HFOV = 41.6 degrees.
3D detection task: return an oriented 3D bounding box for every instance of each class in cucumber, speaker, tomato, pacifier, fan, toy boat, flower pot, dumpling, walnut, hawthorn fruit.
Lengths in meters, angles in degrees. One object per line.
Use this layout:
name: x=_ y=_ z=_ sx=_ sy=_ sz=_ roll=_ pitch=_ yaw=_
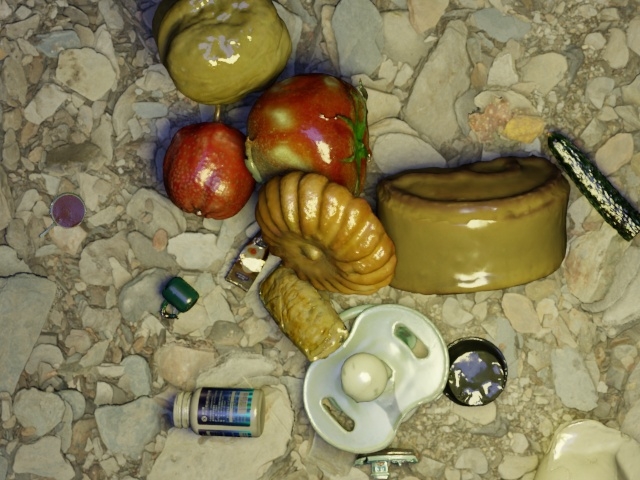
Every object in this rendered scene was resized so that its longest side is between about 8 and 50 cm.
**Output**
cucumber: x=0.588 y=-0.123 z=1.823 sx=0.067 sy=0.067 sz=0.293 roll=-41 pitch=85 yaw=3
speaker: x=-0.322 y=0.133 z=1.901 sx=0.075 sy=0.060 sz=0.094 roll=42 pitch=128 yaw=4
tomato: x=-0.026 y=-0.203 z=1.756 sx=0.239 sy=0.303 sz=0.303 roll=1 pitch=89 yaw=16
pacifier: x=0.095 y=0.274 z=1.758 sx=0.288 sy=0.269 sz=0.343 roll=43 pitch=90 yaw=16
fan: x=-0.598 y=-0.052 z=1.943 sx=0.133 sy=0.005 sz=0.085 roll=-44 pitch=87 yaw=2
toy boat: x=0.144 y=0.490 z=1.849 sx=0.140 sy=0.059 sz=0.066 roll=-2 pitch=72 yaw=7
flower pot: x=0.330 y=0.289 z=1.817 sx=0.157 sy=0.107 sz=0.157 roll=0 pitch=88 yaw=6
dumpling: x=0.563 y=0.567 z=1.765 sx=0.260 sy=0.181 sz=0.341 roll=16 pitch=68 yaw=-4
walnut: x=-0.210 y=-0.430 z=1.788 sx=0.277 sy=0.253 sz=0.282 roll=-20 pitch=78 yaw=-2
hawthorn fruit: x=-0.235 y=-0.174 z=1.825 sx=0.205 sy=0.205 sz=0.253 roll=13 pitch=81 yaw=5

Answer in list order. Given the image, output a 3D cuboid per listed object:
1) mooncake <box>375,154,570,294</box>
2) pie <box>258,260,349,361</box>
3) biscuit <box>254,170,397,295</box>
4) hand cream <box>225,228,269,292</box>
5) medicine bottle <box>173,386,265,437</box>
mooncake: x=0.316 y=-0.042 z=1.759 sx=0.394 sy=0.393 sz=0.246 roll=-21 pitch=112 yaw=-37
pie: x=-0.047 y=0.140 z=1.803 sx=0.128 sy=0.068 sz=0.282 roll=-49 pitch=43 yaw=7
biscuit: x=0.000 y=0.000 z=1.680 sx=0.325 sy=0.326 sz=0.107 roll=35 pitch=64 yaw=4
hand cream: x=-0.150 y=0.035 z=1.892 sx=0.062 sy=0.039 sz=0.163 roll=29 pitch=94 yaw=-12
medicine bottle: x=-0.221 y=0.377 z=1.857 sx=0.191 sy=0.107 sz=0.107 roll=2 pitch=89 yaw=5
